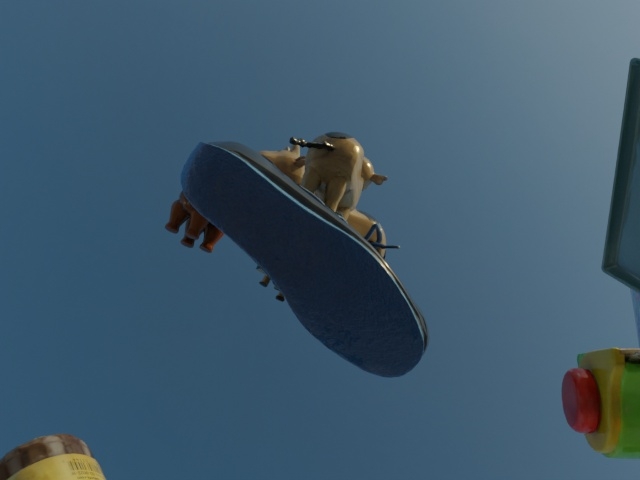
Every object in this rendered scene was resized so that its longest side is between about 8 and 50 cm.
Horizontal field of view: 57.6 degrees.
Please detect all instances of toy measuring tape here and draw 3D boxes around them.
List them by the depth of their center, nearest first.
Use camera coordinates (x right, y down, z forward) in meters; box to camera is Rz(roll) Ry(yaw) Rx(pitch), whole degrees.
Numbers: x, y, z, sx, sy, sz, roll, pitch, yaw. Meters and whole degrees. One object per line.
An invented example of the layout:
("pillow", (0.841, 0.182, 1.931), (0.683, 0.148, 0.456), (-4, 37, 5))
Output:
("toy measuring tape", (0.315, 0.160, 0.562), (0.121, 0.330, 0.121), (-2, -104, 6))

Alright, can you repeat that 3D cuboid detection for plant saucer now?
("plant saucer", (0.266, -0.046, 0.467), (0.018, 0.067, 0.192), (-14, -62, -13))

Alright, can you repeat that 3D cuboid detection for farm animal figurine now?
("farm animal figurine", (-0.019, -0.041, 0.758), (0.327, 0.330, 0.172), (38, -115, -38))

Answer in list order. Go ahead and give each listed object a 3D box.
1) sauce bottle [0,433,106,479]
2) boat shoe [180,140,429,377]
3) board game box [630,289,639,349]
("sauce bottle", (-0.189, 0.314, 0.477), (0.111, 0.111, 0.344), (-43, -132, -10))
("boat shoe", (0.000, 0.000, 0.504), (0.109, 0.089, 0.258), (-42, -93, 22))
("board game box", (0.523, 0.065, 0.922), (0.047, 0.210, 0.160), (-4, -136, 23))
